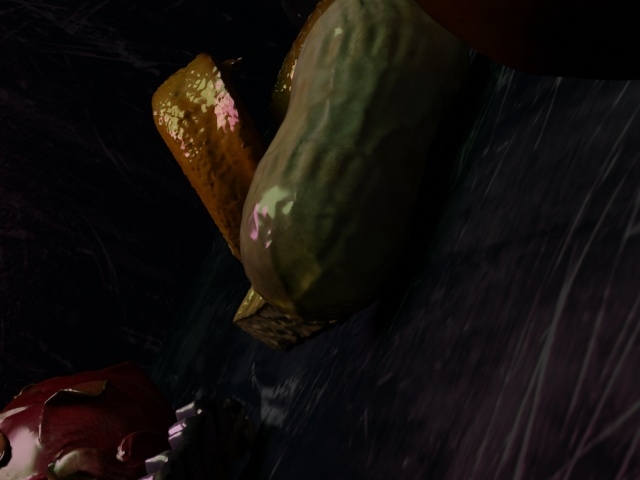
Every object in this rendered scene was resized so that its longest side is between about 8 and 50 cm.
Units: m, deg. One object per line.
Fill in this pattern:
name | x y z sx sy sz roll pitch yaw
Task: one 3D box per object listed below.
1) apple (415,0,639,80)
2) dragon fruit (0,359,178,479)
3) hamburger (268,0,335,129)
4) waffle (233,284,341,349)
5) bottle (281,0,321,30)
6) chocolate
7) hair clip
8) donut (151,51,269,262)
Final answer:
apple | 0.109 -0.181 0.591 0.234 0.234 0.234 -62 7 13
dragon fruit | -0.225 0.235 1.470 0.250 0.250 0.315 -63 -12 4
hamburger | 0.026 -0.182 1.587 0.191 0.118 0.182 -57 12 18
waffle | 0.000 0.000 1.324 0.168 0.057 0.274 -64 7 -13
bottle | 0.061 -0.419 2.081 0.144 0.144 0.336 -55 10 51
chocolate | 0.030 -0.074 1.112 0.134 0.134 0.309 -55 13 51
hair clip | -0.093 0.198 1.221 0.292 0.084 0.106 -75 -30 -70
donut | -0.084 -0.084 1.609 0.118 0.253 0.253 -30 5 -5
